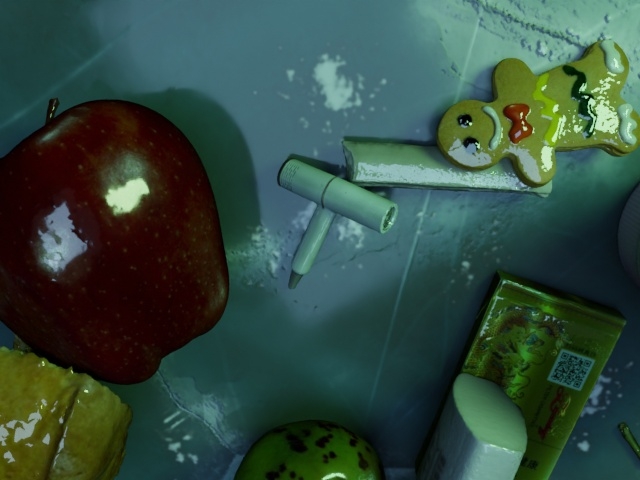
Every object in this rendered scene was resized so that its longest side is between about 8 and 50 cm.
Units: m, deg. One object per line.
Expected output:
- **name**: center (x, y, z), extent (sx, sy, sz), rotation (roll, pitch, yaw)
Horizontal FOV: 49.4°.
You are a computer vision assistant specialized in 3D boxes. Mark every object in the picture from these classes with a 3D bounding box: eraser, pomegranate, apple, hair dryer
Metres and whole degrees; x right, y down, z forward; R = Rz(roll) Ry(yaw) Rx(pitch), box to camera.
- **eraser**: center (0.163, 0.321, 0.858), extent (0.095, 0.174, 0.270), rotation (16, 106, 1)
- **pomegranate**: center (-0.024, 0.348, 0.928), extent (0.211, 0.211, 0.263), rotation (38, 145, -6)
- **apple**: center (-0.252, -0.002, 0.796), extent (0.288, 0.288, 0.316), rotation (-22, 112, 9)
- **hair dryer**: center (0.006, 0.005, 0.882), extent (0.155, 0.044, 0.183), rotation (26, 121, 25)

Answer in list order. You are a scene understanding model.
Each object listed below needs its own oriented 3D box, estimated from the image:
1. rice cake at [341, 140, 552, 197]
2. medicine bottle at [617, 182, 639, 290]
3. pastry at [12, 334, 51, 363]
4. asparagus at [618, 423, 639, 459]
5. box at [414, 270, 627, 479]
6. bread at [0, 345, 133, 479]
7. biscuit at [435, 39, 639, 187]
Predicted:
- **rice cake**: center (0.153, -0.088, 0.857), extent (0.256, 0.052, 0.057), rotation (3, 102, 3)
- **medicine bottle**: center (0.471, 0.030, 0.728), extent (0.256, 0.325, 0.256), rotation (1, 104, 5)
- **pastry**: center (-0.386, 0.137, 0.952), extent (0.080, 0.056, 0.140), rotation (18, 112, 7)
- **asparagus**: center (0.445, 0.300, 0.960), extent (0.014, 0.015, 0.114), rotation (-35, 99, 10)
- **box**: center (0.261, 0.209, 0.934), extent (0.173, 0.043, 0.311), rotation (18, 106, -1)
- **bread**: center (-0.340, 0.260, 0.825), extent (0.194, 0.340, 0.179), rotation (26, 62, -6)
- **biscuit**: center (0.255, -0.145, 0.816), extent (0.240, 0.035, 0.158), rotation (-16, 85, 0)
